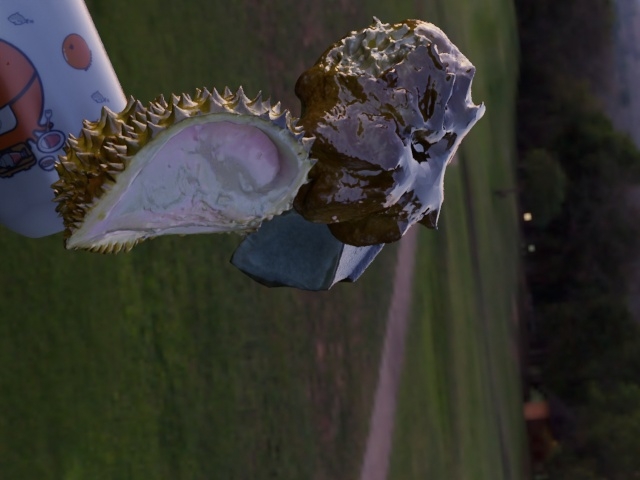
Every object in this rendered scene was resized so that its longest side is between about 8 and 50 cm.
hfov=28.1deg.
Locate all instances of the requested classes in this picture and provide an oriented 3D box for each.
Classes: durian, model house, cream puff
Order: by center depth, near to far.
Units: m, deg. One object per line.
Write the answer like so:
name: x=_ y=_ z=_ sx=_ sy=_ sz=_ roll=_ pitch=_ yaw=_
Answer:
durian: x=-0.129 y=-0.077 z=1.190 sx=0.138 sy=0.250 sz=0.183 roll=-127 pitch=-139 yaw=-49
cream puff: x=0.063 y=-0.120 z=1.342 sx=0.269 sy=0.155 sz=0.241 roll=-60 pitch=151 yaw=-15
model house: x=-0.006 y=-0.001 z=1.566 sx=0.152 sy=0.165 sz=0.106 roll=-17 pitch=113 yaw=-61

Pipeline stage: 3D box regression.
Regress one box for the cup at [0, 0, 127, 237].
cup: x=-0.343 y=-0.176 z=1.504 sx=0.212 sy=0.212 sz=0.317 roll=-61 pitch=130 yaw=-67
